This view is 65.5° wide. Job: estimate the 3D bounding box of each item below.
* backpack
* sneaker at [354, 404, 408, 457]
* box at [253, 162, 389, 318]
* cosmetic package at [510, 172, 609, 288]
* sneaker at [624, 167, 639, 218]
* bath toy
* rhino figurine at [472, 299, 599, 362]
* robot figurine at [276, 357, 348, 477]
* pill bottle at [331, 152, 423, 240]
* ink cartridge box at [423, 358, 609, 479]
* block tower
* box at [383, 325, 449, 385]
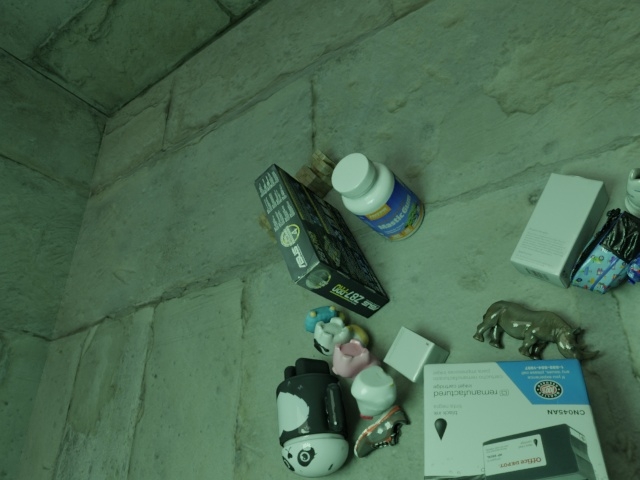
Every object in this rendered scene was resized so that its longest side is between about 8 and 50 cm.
[{"bbox_3d":[0.581,0.037,0.981,0.117,0.158,0.173,38,107,27],"label":"backpack"},{"bbox_3d":[0.144,0.464,1.174,0.158,0.061,0.065,-51,52,7],"label":"sneaker"},{"bbox_3d":[0.000,0.000,1.366,0.097,0.318,0.395,-40,48,15],"label":"box"},{"bbox_3d":[0.530,-0.025,1.103,0.117,0.085,0.231,24,81,44],"label":"cosmetic package"},{"bbox_3d":[0.744,-0.128,0.948,0.297,0.129,0.111,-22,52,28],"label":"sneaker"},{"bbox_3d":[0.080,0.300,1.233,0.348,0.151,0.129,-131,40,-55],"label":"bath toy"},{"bbox_3d":[0.454,0.196,1.051,0.243,0.073,0.106,13,79,42],"label":"rhino figurine"},{"bbox_3d":[-0.025,0.439,1.243,0.173,0.209,0.278,-8,56,0],"label":"robot figurine"},{"bbox_3d":[0.152,-0.117,1.333,0.152,0.272,0.152,-19,56,32],"label":"pill bottle"},{"bbox_3d":[0.328,0.417,0.846,0.285,0.166,0.395,-7,43,18],"label":"ink cartridge box"},{"bbox_3d":[-0.075,-0.141,1.663,0.335,0.097,0.091,-49,45,9],"label":"block tower"},{"bbox_3d":[0.228,0.277,1.184,0.102,0.087,0.101,26,85,45],"label":"box"}]
